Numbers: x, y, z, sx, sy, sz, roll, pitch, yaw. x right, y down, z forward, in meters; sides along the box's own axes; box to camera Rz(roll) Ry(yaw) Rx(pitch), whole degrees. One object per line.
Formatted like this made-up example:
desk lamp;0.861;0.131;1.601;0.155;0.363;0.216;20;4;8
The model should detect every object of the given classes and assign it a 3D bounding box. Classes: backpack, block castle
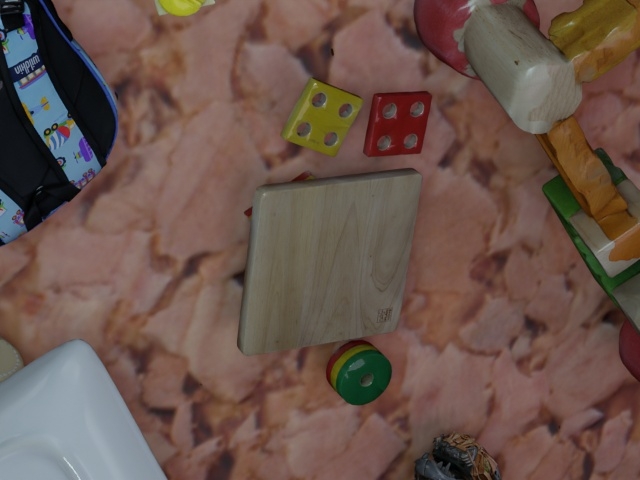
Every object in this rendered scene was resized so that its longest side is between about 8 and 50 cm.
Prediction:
backpack;-0.212;-0.085;1.058;0.158;0.117;0.173;-41;138;-5
block castle;0.300;-0.082;1.332;0.303;0.213;0.453;-34;124;4

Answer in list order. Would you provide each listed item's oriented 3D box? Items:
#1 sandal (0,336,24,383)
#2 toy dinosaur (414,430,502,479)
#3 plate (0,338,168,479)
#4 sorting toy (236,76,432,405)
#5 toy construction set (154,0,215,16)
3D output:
sandal;-0.273;0.025;1.105;0.240;0.088;0.079;20;111;-33
toy dinosaur;0.087;0.321;1.477;0.218;0.164;0.322;-24;107;-39
plate;-0.198;0.246;1.115;0.278;0.045;0.277;-31;88;10
sorting toy;0.000;0.000;1.290;0.132;0.046;0.274;-8;121;-28
toy construction set;-0.130;-0.298;0.964;0.215;0.151;0.327;11;104;-10
